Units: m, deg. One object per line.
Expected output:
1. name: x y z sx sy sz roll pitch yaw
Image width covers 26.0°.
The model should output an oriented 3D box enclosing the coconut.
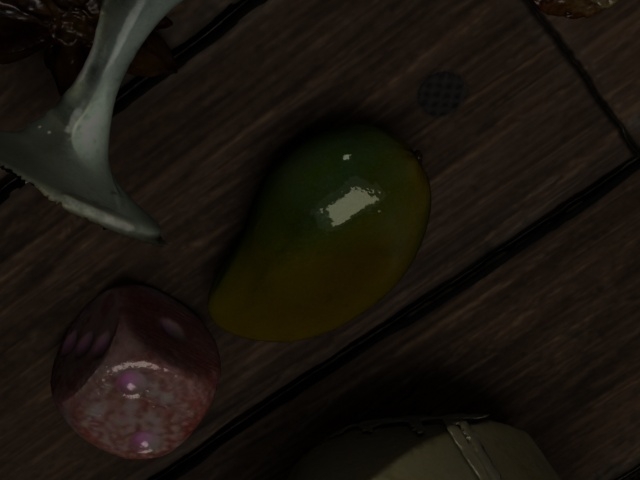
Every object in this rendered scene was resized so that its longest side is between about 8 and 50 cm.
1. coconut: 0.084 0.281 1.065 0.323 0.323 0.323 -5 125 -7

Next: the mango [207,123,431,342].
1. mango: 0.004 -0.001 0.972 0.122 0.085 0.191 10 132 -29

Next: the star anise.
1. star anise: -0.154 -0.146 0.851 0.168 0.057 0.167 -6 124 -9

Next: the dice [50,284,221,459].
1. dice: -0.133 0.094 1.000 0.094 0.093 0.091 30 114 -26

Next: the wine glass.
1. wine glass: -0.084 -0.159 0.759 0.143 0.143 0.321 23 94 -24

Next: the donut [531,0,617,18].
1. donut: 0.208 -0.193 0.845 0.217 0.141 0.085 5 133 -14
